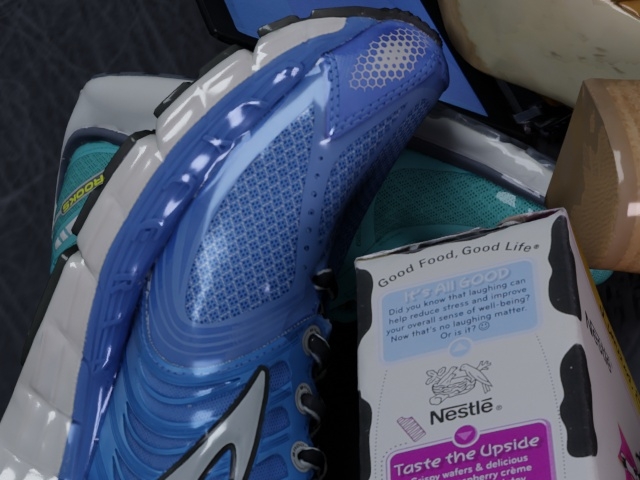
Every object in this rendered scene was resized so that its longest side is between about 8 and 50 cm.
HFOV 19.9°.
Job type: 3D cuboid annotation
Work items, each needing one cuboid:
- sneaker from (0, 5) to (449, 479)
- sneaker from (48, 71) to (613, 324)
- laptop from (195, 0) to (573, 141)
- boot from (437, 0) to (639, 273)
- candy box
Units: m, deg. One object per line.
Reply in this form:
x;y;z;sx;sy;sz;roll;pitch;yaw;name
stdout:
-0.031;0.075;0.632;0.147;0.130;0.330;27;90;13;sneaker
0.000;0.000;0.744;0.275;0.107;0.110;4;72;37;sneaker
0.069;-0.169;0.811;0.264;0.136;0.234;-27;44;4;laptop
0.164;-0.088;0.667;0.211;0.104;0.295;1;46;-16;boot
0.068;0.130;0.522;0.071;0.159;0.233;-15;46;15;candy box
